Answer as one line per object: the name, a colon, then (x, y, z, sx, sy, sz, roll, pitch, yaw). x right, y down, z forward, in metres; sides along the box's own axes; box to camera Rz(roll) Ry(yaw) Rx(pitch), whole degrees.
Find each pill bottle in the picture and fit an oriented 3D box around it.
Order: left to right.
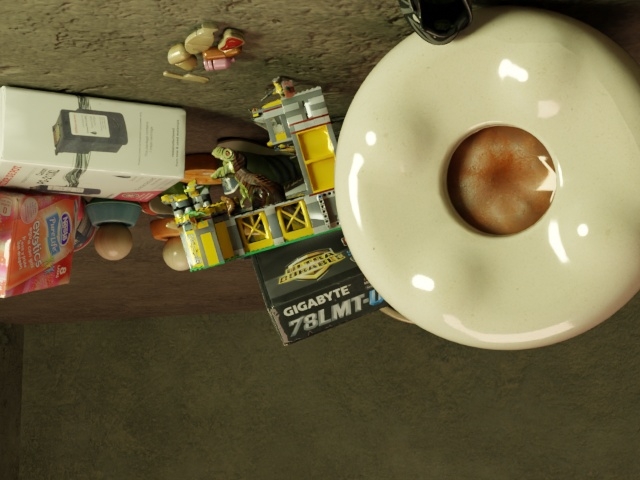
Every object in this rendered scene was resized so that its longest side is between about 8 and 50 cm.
pill bottle: (-0.453, -0.044, 1.855, 0.108, 0.108, 0.180, -1, 170, 1)

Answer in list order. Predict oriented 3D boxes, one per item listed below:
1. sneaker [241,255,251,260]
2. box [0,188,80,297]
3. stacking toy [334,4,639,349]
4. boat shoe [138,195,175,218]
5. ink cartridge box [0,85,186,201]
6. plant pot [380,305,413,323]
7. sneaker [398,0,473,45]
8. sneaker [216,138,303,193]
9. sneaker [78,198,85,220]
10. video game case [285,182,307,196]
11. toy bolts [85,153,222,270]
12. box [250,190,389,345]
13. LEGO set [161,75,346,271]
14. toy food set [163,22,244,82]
sneaker: (-0.098, -0.008, 2.145, 0.226, 0.086, 0.163, -8, 171, 41)
box: (-0.513, -0.028, 1.553, 0.300, 0.142, 0.154, 14, -170, 21)
stacking toy: (0.240, -0.081, 1.287, 0.350, 0.351, 0.480, -4, -175, 18)
boat shoe: (-0.268, -0.056, 1.972, 0.043, 0.049, 0.137, -5, 167, 43)
ink cartridge box: (-0.316, -0.121, 1.427, 0.237, 0.100, 0.172, 5, 169, -25)
plant pot: (0.174, -0.013, 1.792, 0.263, 0.263, 0.229, -1, -171, 3)
sneaker: (0.102, -0.214, 0.979, 0.067, 0.078, 0.188, -1, 171, 4)
sneaker: (-0.076, -0.095, 1.636, 0.192, 0.086, 0.064, 8, 167, -41)
sneaker: (-0.492, 0.012, 1.717, 0.136, 0.116, 0.314, 33, 118, -29)
video game case: (-0.082, -0.044, 1.809, 0.227, 0.026, 0.206, -29, 179, -17)
toy bolts: (-0.251, -0.043, 1.716, 0.228, 0.158, 0.218, 6, 168, -33)
box: (0.050, -0.003, 1.508, 0.295, 0.073, 0.293, -21, -151, -1)
LEGO set: (-0.077, -0.092, 1.343, 0.255, 0.192, 0.331, -15, -176, 8)
toy food set: (-0.122, -0.208, 1.185, 0.078, 0.019, 0.122, 5, 161, -33)
